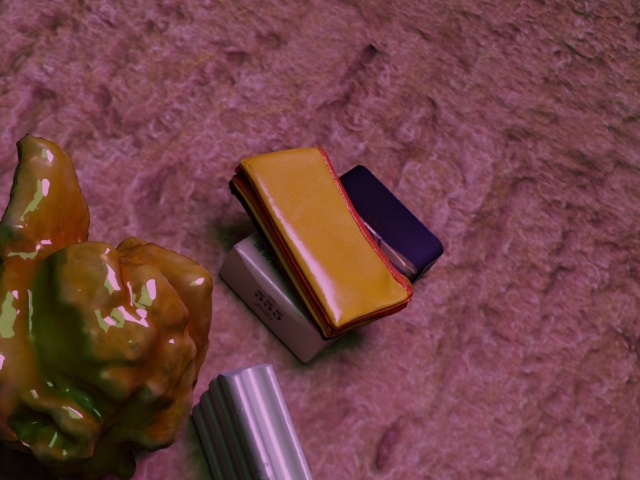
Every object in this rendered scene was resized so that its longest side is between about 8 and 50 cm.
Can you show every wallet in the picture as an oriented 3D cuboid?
[{"bbox_3d":[0.000,0.000,1.735,0.141,0.067,0.241,-17,68,-39],"label":"wallet"}]

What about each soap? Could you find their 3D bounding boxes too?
[{"bbox_3d":[-0.070,0.244,1.568,0.067,0.119,0.198,-3,57,-31],"label":"soap"}]

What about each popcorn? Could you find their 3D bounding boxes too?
[{"bbox_3d":[-0.252,0.087,1.512,0.290,0.326,0.321,26,92,-11],"label":"popcorn"}]

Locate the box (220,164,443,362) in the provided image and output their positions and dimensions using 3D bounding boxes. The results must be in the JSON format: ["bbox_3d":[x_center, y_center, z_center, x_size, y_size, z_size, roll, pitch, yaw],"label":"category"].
[{"bbox_3d":[0.019,0.024,1.810,0.168,0.071,0.259,45,51,11],"label":"box"}]
